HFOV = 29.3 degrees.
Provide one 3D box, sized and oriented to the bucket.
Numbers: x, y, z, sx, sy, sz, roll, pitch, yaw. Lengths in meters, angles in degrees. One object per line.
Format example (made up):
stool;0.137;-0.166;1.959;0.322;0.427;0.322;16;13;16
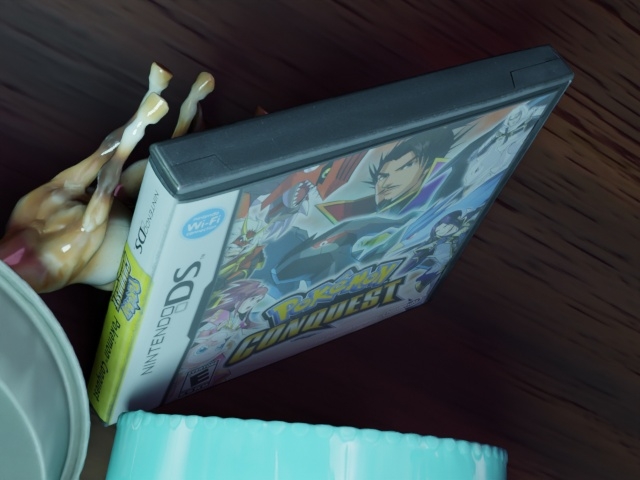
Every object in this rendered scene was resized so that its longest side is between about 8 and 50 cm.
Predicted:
bucket;-0.012;0.205;0.733;0.281;0.281;0.183;13;77;-30

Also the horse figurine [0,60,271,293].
horse figurine;-0.119;-0.024;0.709;0.066;0.263;0.174;43;103;7

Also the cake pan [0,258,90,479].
cake pan;-0.264;0.106;0.607;0.293;0.054;0.293;-4;124;-6

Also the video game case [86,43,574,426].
video game case;0.000;0.000;0.757;0.275;0.248;0.035;-18;62;-31
